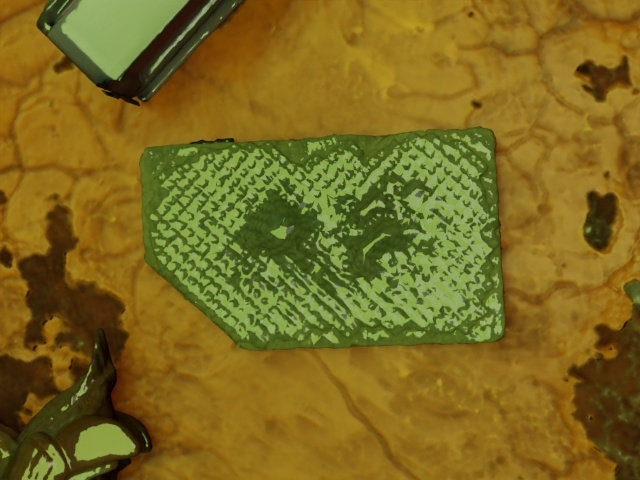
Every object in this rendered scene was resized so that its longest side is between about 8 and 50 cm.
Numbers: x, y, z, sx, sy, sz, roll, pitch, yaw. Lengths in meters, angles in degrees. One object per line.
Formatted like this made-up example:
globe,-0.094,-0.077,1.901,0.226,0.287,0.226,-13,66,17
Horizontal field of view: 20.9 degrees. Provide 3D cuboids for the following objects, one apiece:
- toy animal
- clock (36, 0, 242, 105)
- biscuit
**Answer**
toy animal,-0.162,0.163,1.197,0.179,0.089,0.188,30,92,3
clock,-0.091,-0.186,1.166,0.073,0.144,0.193,43,93,2
biscuit,0.000,0.000,1.193,0.252,0.052,0.150,-1,88,8
